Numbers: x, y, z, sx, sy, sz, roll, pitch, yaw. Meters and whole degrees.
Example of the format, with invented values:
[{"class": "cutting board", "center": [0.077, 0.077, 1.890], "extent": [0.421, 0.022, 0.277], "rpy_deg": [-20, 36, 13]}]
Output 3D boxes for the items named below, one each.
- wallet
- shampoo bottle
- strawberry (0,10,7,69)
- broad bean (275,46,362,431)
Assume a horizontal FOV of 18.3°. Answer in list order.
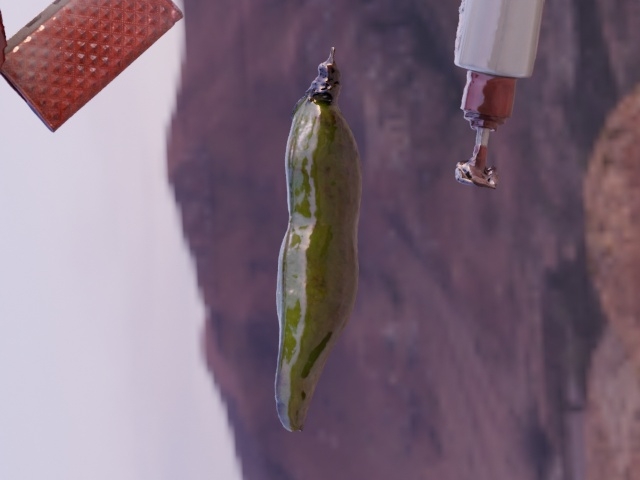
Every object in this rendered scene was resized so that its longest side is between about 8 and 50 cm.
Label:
[{"class": "wallet", "center": [-0.241, -0.210, 2.056], "extent": [0.103, 0.196, 0.020], "rpy_deg": [48, 157, -7]}, {"class": "shampoo bottle", "center": [0.148, -0.180, 1.620], "extent": [0.153, 0.071, 0.284], "rpy_deg": [118, 160, -87]}, {"class": "strawberry", "center": [-0.429, -0.187, 1.927], "extent": [0.277, 0.257, 0.257], "rpy_deg": [94, 174, -65]}, {"class": "broad bean", "center": [0.000, 0.000, 1.761], "extent": [0.061, 0.077, 0.339], "rpy_deg": [-2, 83, 47]}]
